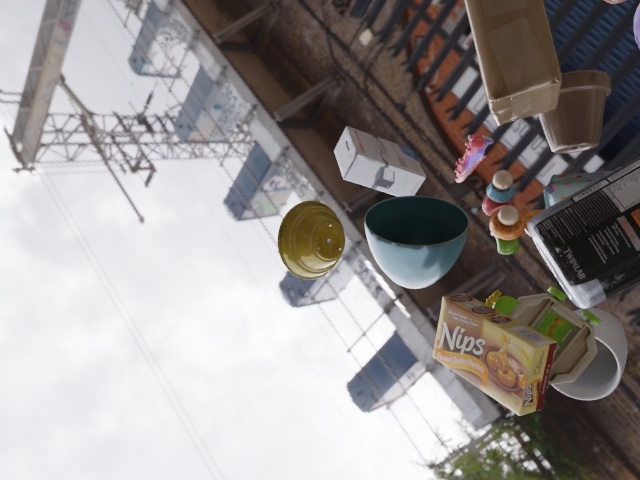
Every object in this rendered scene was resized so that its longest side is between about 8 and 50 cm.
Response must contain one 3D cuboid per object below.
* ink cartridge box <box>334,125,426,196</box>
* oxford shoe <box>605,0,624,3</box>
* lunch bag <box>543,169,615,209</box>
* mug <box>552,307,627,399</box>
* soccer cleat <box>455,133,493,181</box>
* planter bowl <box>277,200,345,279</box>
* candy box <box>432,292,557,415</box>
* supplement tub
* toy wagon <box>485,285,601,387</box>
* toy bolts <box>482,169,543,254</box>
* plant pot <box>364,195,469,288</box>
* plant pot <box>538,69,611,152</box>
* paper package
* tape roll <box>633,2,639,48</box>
[{"bbox_3d":[0.227,-0.302,2.500,0.308,0.129,0.223,16,-147,-22],"label":"ink cartridge box"},{"bbox_3d":[0.877,-0.804,1.658,0.141,0.397,0.146,17,-142,-36],"label":"oxford shoe"},{"bbox_3d":[0.859,-0.080,2.066,0.160,0.224,0.262,-39,-59,-50],"label":"lunch bag"},{"bbox_3d":[0.965,0.367,2.407,0.374,0.276,0.328,38,-146,16],"label":"mug"},{"bbox_3d":[0.589,-0.310,2.476,0.095,0.248,0.083,8,-129,-2],"label":"soccer cleat"},{"bbox_3d":[0.000,0.000,1.713,0.217,0.090,0.217,-1,-88,-35],"label":"planter bowl"},{"bbox_3d":[0.426,0.275,1.607,0.088,0.182,0.316,-4,-160,-31],"label":"candy box"},{"bbox_3d":[0.548,-0.032,1.123,0.193,0.316,0.193,55,-166,-20],"label":"supplement tub"},{"bbox_3d":[0.637,0.263,1.884,0.344,0.267,0.068,36,-173,5],"label":"toy wagon"},{"bbox_3d":[0.594,-0.107,1.929,0.219,0.158,0.228,-15,-127,-2],"label":"toy bolts"},{"bbox_3d":[0.271,0.021,1.840,0.291,0.195,0.290,-2,-149,1],"label":"plant pot"},{"bbox_3d":[0.842,-0.417,2.142,0.263,0.263,0.229,-2,-96,-40],"label":"plant pot"},{"bbox_3d":[0.460,-0.474,1.547,0.309,0.168,0.324,7,-109,-72],"label":"paper package"},{"bbox_3d":[0.874,-0.531,1.574,0.080,0.189,0.189,-22,-122,-11],"label":"tape roll"}]
